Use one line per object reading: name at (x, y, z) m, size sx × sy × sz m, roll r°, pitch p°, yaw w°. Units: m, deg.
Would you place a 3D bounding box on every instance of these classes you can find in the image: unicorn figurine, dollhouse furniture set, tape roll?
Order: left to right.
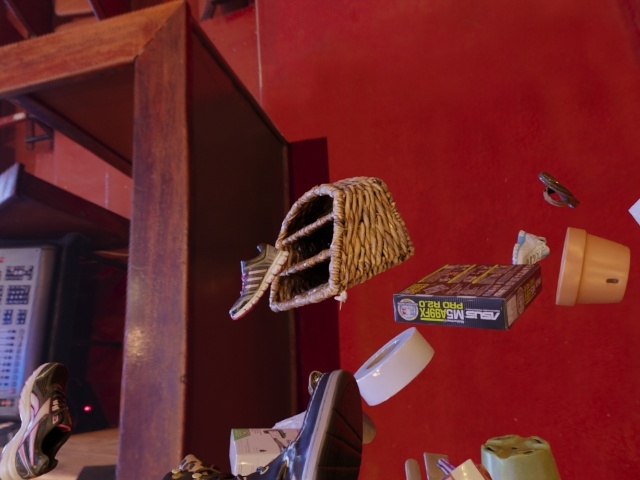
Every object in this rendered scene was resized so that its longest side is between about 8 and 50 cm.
unicorn figurine at (0.061, 0.185, 1.908) m, size 0.111 × 0.162 × 0.060 m, roll 29°, pitch 111°, yaw 9°
tape roll at (0.238, 0.414, 1.654) m, size 0.286 × 0.286 × 0.100 m, roll -41°, pitch 83°, yaw 1°
dollhouse furniture set at (0.191, 0.553, 1.095) m, size 0.144 × 0.151 × 0.123 m, roll 13°, pitch 44°, yaw -13°

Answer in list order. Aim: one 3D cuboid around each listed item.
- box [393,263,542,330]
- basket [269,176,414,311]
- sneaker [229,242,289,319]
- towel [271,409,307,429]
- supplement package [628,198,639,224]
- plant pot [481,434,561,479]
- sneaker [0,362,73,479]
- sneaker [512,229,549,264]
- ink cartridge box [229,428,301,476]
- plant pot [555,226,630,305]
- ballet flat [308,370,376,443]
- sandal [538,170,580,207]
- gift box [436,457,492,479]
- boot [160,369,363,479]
box at (0.304, 0.104, 1.007) m, size 0.216 × 0.270 × 0.060 m, roll -3°, pitch 99°, yaw 36°
basket at (0.000, 0.000, 1.035) m, size 0.223 × 0.299 × 0.213 m, roll -24°, pitch 90°, yaw -30°
sneaker at (-0.137, 0.076, 0.994) m, size 0.075 × 0.063 × 0.170 m, roll 35°, pitch 81°, yaw 0°
towel at (-0.088, 0.679, 1.568) m, size 0.187 × 0.049 × 0.282 m, roll -31°, pitch 32°, yaw 20°
supplement package at (0.597, -0.065, 0.636) m, size 0.262 × 0.204 × 0.145 m, roll -11°, pitch 58°, yaw -12°
plant pot at (0.550, 0.682, 1.359) m, size 0.276 × 0.276 × 0.253 m, roll -9°, pitch 85°, yaw 13°
sneaker at (-0.403, 0.269, 0.749) m, size 0.077 × 0.072 × 0.178 m, roll -13°, pitch 52°, yaw 9°
sneaker at (0.544, 0.033, 1.289) m, size 0.083 × 0.071 × 0.190 m, roll 9°, pitch 35°, yaw 27°
ink cartridge box at (-0.137, 0.602, 1.401) m, size 0.219 × 0.160 × 0.092 m, roll 5°, pitch 94°, yaw -15°
plant pot at (0.977, 0.107, 1.796) m, size 0.203 × 0.291 × 0.290 m, roll 9°, pitch 78°, yaw 24°
ballet flat at (0.062, 0.580, 1.786) m, size 0.116 × 0.124 × 0.342 m, roll -32°, pitch 40°, yaw -18°
sandal at (0.669, -0.130, 1.417) m, size 0.060 × 0.219 × 0.090 m, roll -47°, pitch 54°, yaw 20°
gift box at (0.218, 0.531, 0.838) m, size 0.258 × 0.276 × 0.255 m, roll -28°, pitch 65°, yaw -14°
boot at (-0.099, 0.370, 0.758) m, size 0.284 × 0.138 × 0.377 m, roll -3°, pitch 57°, yaw 30°
